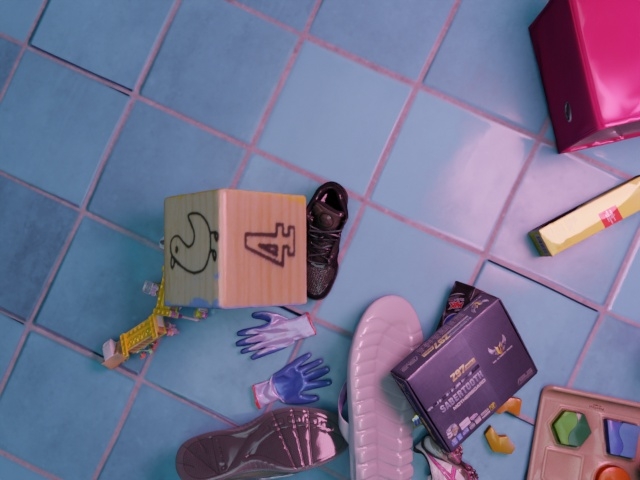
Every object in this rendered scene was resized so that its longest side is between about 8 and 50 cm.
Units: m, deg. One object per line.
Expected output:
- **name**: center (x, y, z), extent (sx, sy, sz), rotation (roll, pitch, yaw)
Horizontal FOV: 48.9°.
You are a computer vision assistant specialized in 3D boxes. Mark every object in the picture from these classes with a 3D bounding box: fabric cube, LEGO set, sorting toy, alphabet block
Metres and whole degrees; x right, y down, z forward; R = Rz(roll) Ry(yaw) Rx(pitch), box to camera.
- **fabric cube**: center (0.540, -0.319, 1.228), extent (0.259, 0.254, 0.258), rotation (-13, 88, 3)
- **LEGO set**: center (-0.296, 0.142, 1.348), extent (0.132, 0.107, 0.287), rotation (31, 95, 38)
- **sorting toy**: center (0.455, 0.390, 1.311), extent (0.307, 0.041, 0.229), rotation (11, 88, 3)
- **alphabet block**: center (-0.151, 0.018, 1.249), extent (0.192, 0.193, 0.197), rotation (-4, 86, 46)

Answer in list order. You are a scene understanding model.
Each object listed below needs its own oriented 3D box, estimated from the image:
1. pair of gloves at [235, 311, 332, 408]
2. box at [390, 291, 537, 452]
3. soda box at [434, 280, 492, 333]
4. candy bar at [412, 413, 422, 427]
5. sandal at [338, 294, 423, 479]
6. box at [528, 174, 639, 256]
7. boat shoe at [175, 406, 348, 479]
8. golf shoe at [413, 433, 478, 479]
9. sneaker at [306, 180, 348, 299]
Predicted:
- **pair of gloves**: center (-0.073, 0.225, 1.353), extent (0.159, 0.023, 0.198), rotation (-18, 88, 2)
- **box**: center (0.260, 0.234, 1.257), extent (0.233, 0.059, 0.183), rotation (-37, 111, -16)
- **soda box**: center (0.256, 0.165, 1.312), extent (0.060, 0.053, 0.169), rotation (22, 88, -38)
- **candy bar**: center (0.222, 0.320, 1.337), extent (0.161, 0.018, 0.040), rotation (-24, 87, 1)
- **sandal**: center (0.094, 0.305, 1.295), extent (0.169, 0.102, 0.416), rotation (15, 75, -34)
- **box**: center (0.508, -0.047, 1.303), extent (0.232, 0.087, 0.058), rotation (-27, 87, 1)
- **boat shoe**: center (-0.105, 0.391, 1.320), extent (0.320, 0.103, 0.118), rotation (-14, 68, -3)
- **golf shoe**: center (0.246, 0.444, 1.313), extent (0.086, 0.067, 0.186), rotation (-32, 79, 17)
- **sneaker**: center (0.000, 0.000, 1.306), extent (0.087, 0.130, 0.227), rotation (14, 91, 5)
